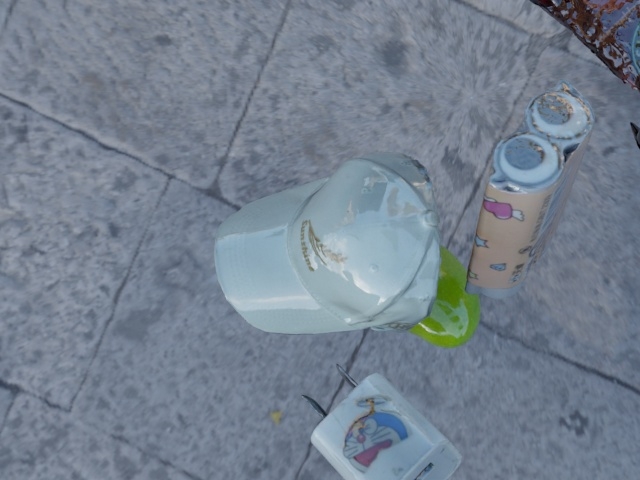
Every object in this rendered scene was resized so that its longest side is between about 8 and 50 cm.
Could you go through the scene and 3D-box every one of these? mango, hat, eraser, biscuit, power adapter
[{"bbox_3d":[0.107,0.056,1.418,0.293,0.143,0.175,27,66,13],"label":"mango"},{"bbox_3d":[0.005,0.001,1.265,0.302,0.168,0.257,-9,76,0],"label":"hat"},{"bbox_3d":[0.254,-0.046,1.173,0.087,0.290,0.171,33,69,19],"label":"eraser"},{"bbox_3d":[0.275,-0.191,0.784,0.151,0.063,0.235,-43,64,28],"label":"biscuit"},{"bbox_3d":[0.062,0.248,1.228,0.130,0.125,0.205,-46,57,-5],"label":"power adapter"}]
